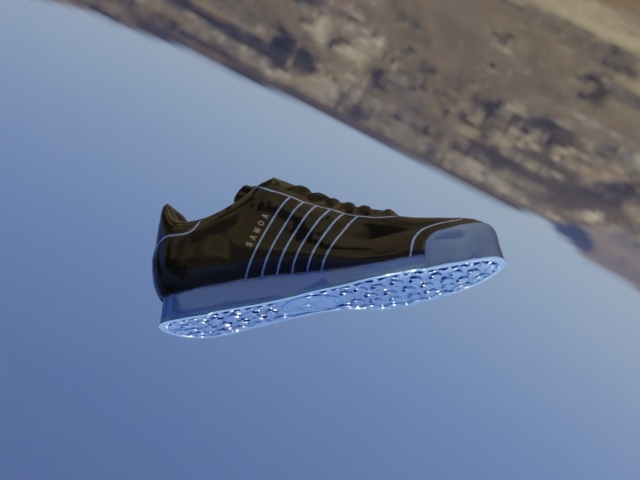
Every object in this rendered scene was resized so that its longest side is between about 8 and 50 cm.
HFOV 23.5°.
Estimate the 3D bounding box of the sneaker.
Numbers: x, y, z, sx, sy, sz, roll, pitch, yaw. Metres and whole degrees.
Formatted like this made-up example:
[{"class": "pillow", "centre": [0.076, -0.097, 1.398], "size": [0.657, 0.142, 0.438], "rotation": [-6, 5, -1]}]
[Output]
[{"class": "sneaker", "centre": [0.000, 0.000, 0.998], "size": [0.232, 0.090, 0.081], "rotation": [-9, 162, 9]}]
